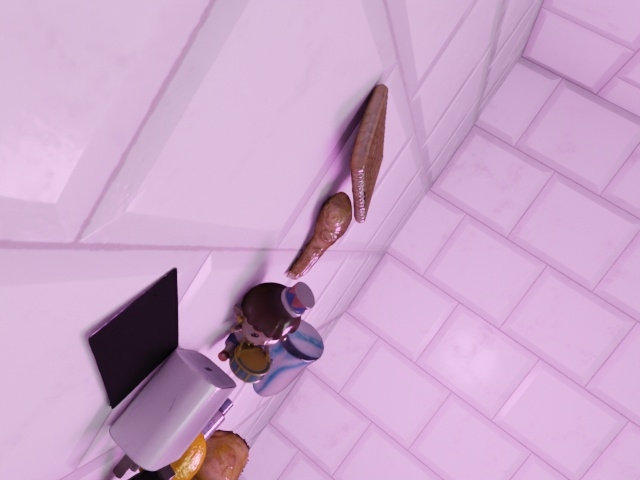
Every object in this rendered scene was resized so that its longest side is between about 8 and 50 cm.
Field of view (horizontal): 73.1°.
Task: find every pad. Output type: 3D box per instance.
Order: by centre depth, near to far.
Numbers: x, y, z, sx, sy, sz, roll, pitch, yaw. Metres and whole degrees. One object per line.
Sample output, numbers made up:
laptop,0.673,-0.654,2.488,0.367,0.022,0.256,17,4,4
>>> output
pad,-0.293,0.166,0.706,0.159,0.009,0.265,-46,164,-41

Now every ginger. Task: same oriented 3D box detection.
ginger,0.000,0.000,1.134,0.295,0.086,0.131,-57,-171,27

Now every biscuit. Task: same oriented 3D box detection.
biscuit,0.112,-0.188,1.023,0.325,0.044,0.217,71,33,-72

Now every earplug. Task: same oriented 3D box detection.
earplug,-0.146,0.445,1.532,0.324,0.185,0.185,-55,167,27

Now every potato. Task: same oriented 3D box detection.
potato,-0.366,0.739,1.384,0.229,0.229,0.266,-55,163,0

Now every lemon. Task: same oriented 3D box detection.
lemon,-0.361,0.523,1.043,0.187,0.142,0.142,-47,165,-18

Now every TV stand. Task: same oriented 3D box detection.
TV stand,-0.413,0.551,0.956,0.256,0.049,0.040,-39,173,25

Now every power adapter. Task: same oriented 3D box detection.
power adapter,-0.305,0.357,0.865,0.255,0.124,0.187,-51,165,-11

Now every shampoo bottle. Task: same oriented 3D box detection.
shampoo bottle,-0.355,0.571,1.319,0.214,0.072,0.072,-43,162,-38

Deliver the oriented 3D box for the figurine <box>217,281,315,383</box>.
figurine,-0.126,0.197,1.012,0.161,0.158,0.276,13,121,-31
